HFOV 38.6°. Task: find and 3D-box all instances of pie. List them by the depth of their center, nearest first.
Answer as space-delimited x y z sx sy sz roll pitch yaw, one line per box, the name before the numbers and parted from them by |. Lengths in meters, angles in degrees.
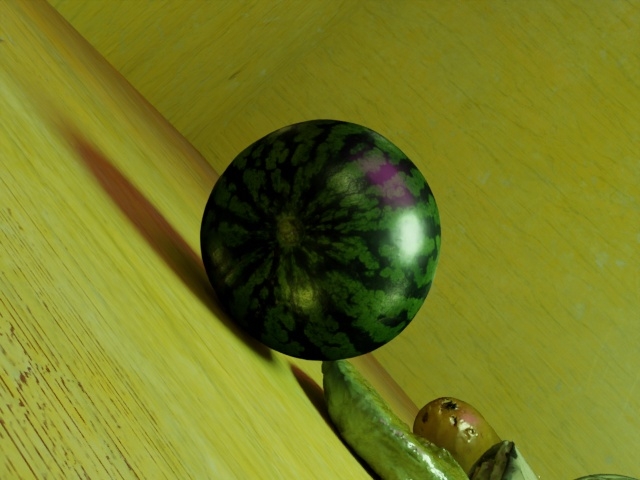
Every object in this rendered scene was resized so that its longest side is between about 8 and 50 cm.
pie | 0.090 0.262 1.180 0.277 0.078 0.277 43 0 0

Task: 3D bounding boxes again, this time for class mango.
mango | 0.270 0.410 1.788 0.156 0.151 0.249 -1 -42 32

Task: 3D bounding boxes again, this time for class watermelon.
watermelon | 0.000 0.000 1.080 0.285 0.285 0.285 49 0 0

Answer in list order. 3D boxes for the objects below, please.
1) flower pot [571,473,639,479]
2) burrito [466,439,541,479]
flower pot | 0.476 0.546 1.466 0.307 0.307 0.244 49 14 -3
burrito | 0.313 0.460 1.272 0.332 0.135 0.190 52 15 4
